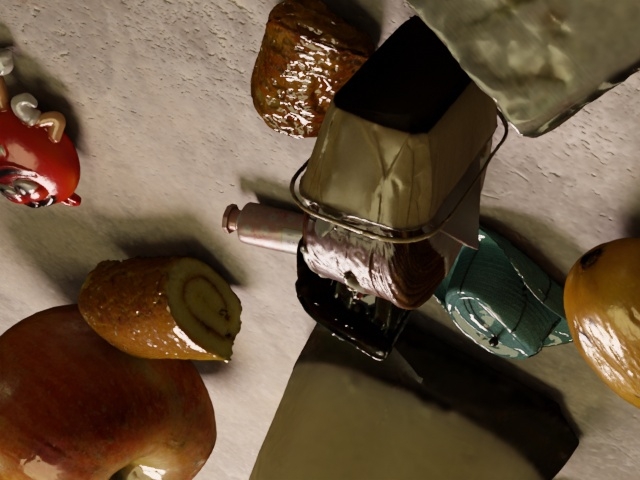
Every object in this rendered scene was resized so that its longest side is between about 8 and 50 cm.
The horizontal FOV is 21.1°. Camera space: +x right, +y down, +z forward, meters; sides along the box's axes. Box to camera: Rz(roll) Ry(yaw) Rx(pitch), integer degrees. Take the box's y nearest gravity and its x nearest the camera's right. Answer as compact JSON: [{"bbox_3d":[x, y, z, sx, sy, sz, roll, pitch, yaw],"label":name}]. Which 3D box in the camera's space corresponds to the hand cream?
[{"bbox_3d":[0.000,0.000,1.736,0.210,0.043,0.067,13,144,21],"label":"hand cream"}]

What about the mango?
[{"bbox_3d":[0.308,0.097,1.506,0.157,0.109,0.262,-8,136,46],"label":"mango"}]

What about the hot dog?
[{"bbox_3d":[-0.010,-0.151,1.460,0.099,0.065,0.147,28,142,7],"label":"hot dog"}]

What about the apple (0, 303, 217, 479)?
[{"bbox_3d":[-0.297,0.211,2.151,0.301,0.301,0.301,24,152,14],"label":"apple"}]

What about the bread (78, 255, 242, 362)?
[{"bbox_3d":[-0.183,0.075,1.974,0.172,0.103,0.132,-3,142,47],"label":"bread"}]

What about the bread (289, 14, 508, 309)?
[{"bbox_3d":[0.071,-0.051,1.370,0.142,0.224,0.212,19,129,19],"label":"bread"}]

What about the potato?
[{"bbox_3d":[0.154,-0.208,1.145,0.211,0.189,0.264,49,-166,-5],"label":"potato"}]

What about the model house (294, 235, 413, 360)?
[{"bbox_3d":[0.037,-0.001,1.616,0.165,0.106,0.152,31,131,25],"label":"model house"}]

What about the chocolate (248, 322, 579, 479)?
[{"bbox_3d":[0.073,0.282,1.865,0.314,0.297,0.326,26,152,-2],"label":"chocolate"}]

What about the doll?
[{"bbox_3d":[-0.336,-0.111,1.842,0.183,0.085,0.217,2,132,41],"label":"doll"}]

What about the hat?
[{"bbox_3d":[0.169,0.064,1.624,0.191,0.078,0.138,37,151,-12],"label":"hat"}]
